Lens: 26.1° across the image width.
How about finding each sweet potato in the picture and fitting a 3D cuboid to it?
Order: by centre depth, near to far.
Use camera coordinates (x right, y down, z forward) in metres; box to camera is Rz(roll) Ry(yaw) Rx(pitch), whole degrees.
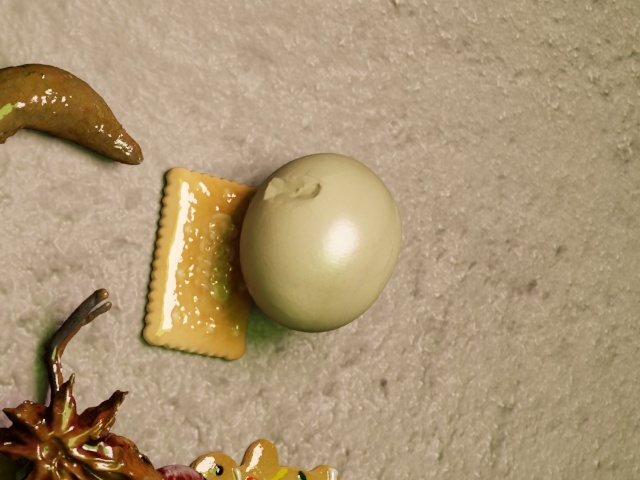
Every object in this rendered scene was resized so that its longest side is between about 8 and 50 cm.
[{"bbox_3d":[-0.367,-0.162,1.750,0.310,0.098,0.124,-1,106,-35],"label":"sweet potato"}]

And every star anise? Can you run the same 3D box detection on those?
[{"bbox_3d":[-0.295,0.229,1.707,0.237,0.148,0.346,6,77,-19],"label":"star anise"}]

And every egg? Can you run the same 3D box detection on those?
[{"bbox_3d":[0.000,0.000,1.873,0.219,0.219,0.269,30,51,-27],"label":"egg"}]

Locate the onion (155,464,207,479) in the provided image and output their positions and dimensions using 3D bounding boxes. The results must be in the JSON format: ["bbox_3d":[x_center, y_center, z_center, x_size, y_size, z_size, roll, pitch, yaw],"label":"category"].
[{"bbox_3d":[-0.218,0.371,1.766,0.098,0.151,0.206,30,52,-12],"label":"onion"}]

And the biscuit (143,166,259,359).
[{"bbox_3d":[-0.156,0.032,1.903,0.160,0.030,0.250,15,77,-31],"label":"biscuit"}]

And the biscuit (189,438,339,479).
[{"bbox_3d":[-0.078,0.357,1.917,0.240,0.035,0.158,21,71,-30],"label":"biscuit"}]

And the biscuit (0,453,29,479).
[{"bbox_3d":[-0.431,0.301,1.693,0.180,0.039,0.236,-21,98,-34],"label":"biscuit"}]
